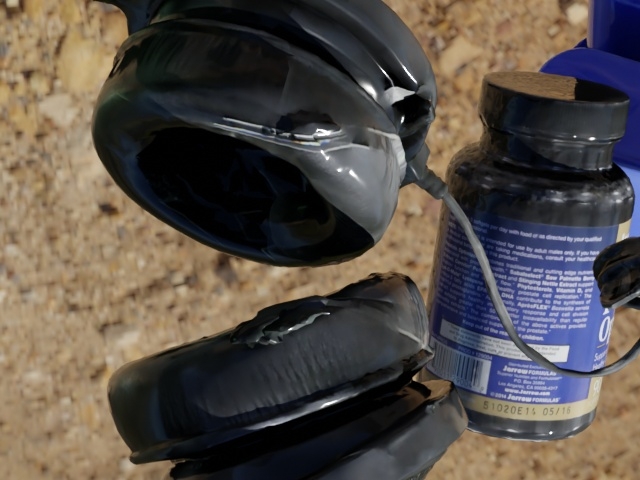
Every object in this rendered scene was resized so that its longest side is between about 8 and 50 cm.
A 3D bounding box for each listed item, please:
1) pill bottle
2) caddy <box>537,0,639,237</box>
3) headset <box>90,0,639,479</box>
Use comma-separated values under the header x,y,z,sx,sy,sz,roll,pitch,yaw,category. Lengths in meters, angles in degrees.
x,y,z,sx,sy,sz,roll,pitch,yaw,category
0.134,0.007,1.018,0.123,0.123,0.219,2,108,-16,pill bottle
0.310,-0.081,1.128,0.241,0.341,0.179,-63,154,-20,caddy
0.000,0.000,0.592,0.394,0.243,0.185,6,163,-33,headset
